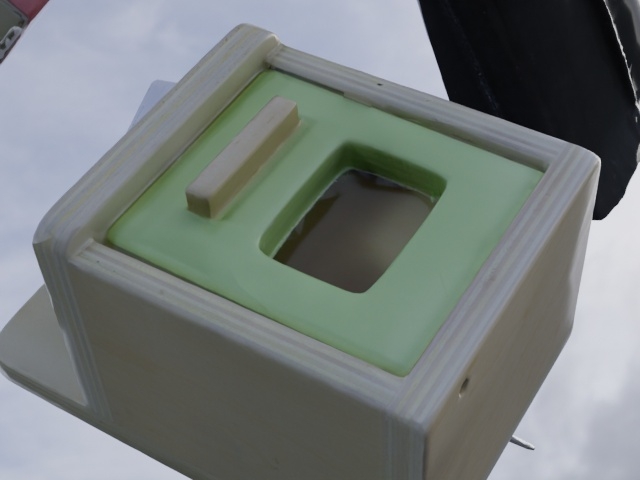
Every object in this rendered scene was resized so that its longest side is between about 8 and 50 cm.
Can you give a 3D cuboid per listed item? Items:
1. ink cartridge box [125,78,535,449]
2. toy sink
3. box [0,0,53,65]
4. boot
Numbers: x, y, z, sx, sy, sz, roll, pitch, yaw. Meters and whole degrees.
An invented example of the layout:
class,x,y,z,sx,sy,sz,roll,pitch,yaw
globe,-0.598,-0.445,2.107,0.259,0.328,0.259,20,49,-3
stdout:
class,x,y,z,sx,sy,sz,roll,pitch,yaw
ink cartridge box,0.000,0.000,0.760,0.207,0.119,0.353,29,-2,-27
toy sink,-0.023,0.010,0.497,0.234,0.153,0.131,23,-37,23
box,-0.155,-0.221,0.595,0.148,0.232,0.127,38,-23,-17
boot,0.168,-0.285,0.803,0.146,0.367,0.445,11,-39,50
